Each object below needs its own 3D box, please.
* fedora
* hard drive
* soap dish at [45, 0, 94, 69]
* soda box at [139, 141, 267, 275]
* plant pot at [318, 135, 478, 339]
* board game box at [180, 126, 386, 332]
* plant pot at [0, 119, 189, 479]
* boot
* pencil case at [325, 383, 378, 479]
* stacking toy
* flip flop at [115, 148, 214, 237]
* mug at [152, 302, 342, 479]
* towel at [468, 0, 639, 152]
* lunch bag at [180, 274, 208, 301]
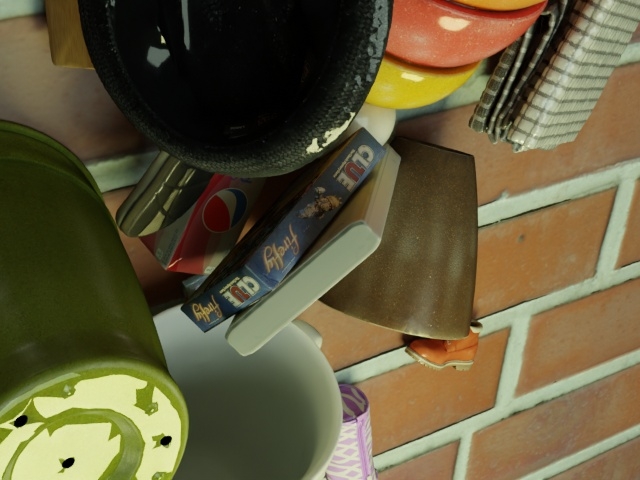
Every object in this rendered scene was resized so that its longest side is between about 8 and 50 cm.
[{"bbox_3d":[-0.058,-0.230,1.019,0.152,0.334,0.334,-37,149,-62],"label":"fedora"},{"bbox_3d":[0.000,0.000,1.321,0.203,0.307,0.040,-41,99,19],"label":"hard drive"},{"bbox_3d":[-0.131,-0.296,1.139,0.290,0.118,0.229,-17,129,-27],"label":"soap dish"},{"bbox_3d":[-0.116,-0.092,1.317,0.083,0.092,0.263,9,114,-42],"label":"soda box"},{"bbox_3d":[0.122,-0.013,1.500,0.215,0.215,0.231,8,101,-41],"label":"plant pot"},{"bbox_3d":[-0.040,-0.012,1.278,0.042,0.165,0.243,45,55,-8],"label":"board game box"},{"bbox_3d":[-0.309,0.117,1.130,0.366,0.353,0.367,-20,130,-26],"label":"plant pot"},{"bbox_3d":[0.193,0.155,1.769,0.158,0.059,0.085,4,115,-49],"label":"boot"},{"bbox_3d":[0.043,0.314,1.740,0.086,0.088,0.206,-29,133,-21],"label":"pencil case"},{"bbox_3d":[0.094,-0.260,1.250,0.350,0.351,0.480,-5,139,-35],"label":"stacking toy"},{"bbox_3d":[-0.128,-0.118,1.204,0.277,0.080,0.112,-47,157,18],"label":"flip flop"},{"bbox_3d":[-0.118,0.247,1.450,0.374,0.276,0.328,-48,167,-38],"label":"mug"},{"bbox_3d":[0.301,-0.237,1.465,0.283,0.121,0.235,-20,138,-63],"label":"towel"},{"bbox_3d":[-0.136,0.062,1.443,0.071,0.053,0.083,-30,144,-14],"label":"lunch bag"}]
